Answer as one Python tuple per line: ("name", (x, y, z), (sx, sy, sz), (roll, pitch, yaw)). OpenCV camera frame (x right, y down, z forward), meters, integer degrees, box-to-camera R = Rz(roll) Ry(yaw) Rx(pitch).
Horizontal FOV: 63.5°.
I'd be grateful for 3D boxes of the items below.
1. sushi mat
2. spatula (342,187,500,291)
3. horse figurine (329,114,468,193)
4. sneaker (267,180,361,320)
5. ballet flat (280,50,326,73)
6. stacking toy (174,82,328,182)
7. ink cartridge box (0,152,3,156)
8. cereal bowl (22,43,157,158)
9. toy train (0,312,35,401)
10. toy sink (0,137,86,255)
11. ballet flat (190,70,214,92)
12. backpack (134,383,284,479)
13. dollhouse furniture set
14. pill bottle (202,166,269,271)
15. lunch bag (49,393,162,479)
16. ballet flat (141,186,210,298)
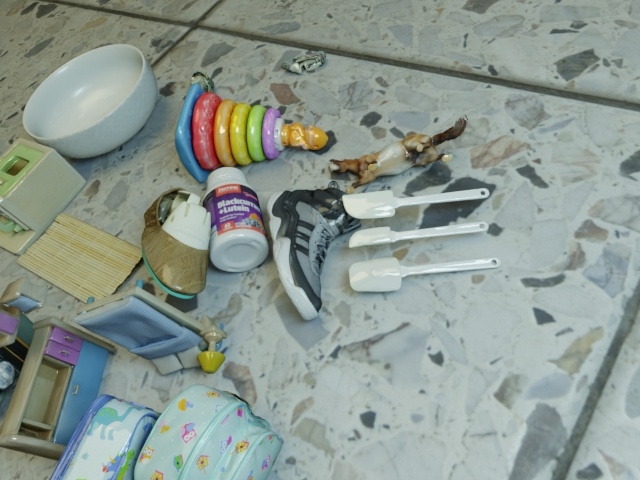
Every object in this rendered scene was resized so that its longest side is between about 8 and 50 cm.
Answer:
("sushi mat", (-0.514, 0.036, 1.106), (0.317, 0.019, 0.151), (19, 66, 30))
("spatula", (0.163, -0.007, 0.844), (0.242, 0.019, 0.168), (-5, 72, 2))
("horse figurine", (0.139, -0.151, 0.940), (0.263, 0.066, 0.174), (-20, 14, 10))
("sneaker", (0.000, 0.000, 0.888), (0.153, 0.101, 0.268), (-19, 52, 6))
("ballet flat", (-0.041, -0.424, 1.245), (0.114, 0.041, 0.041), (-11, 53, 14))
("stacking toy", (-0.133, -0.223, 1.080), (0.302, 0.175, 0.165), (3, 60, 9))
("ink cartridge box", (-0.877, -0.175, 1.249), (0.172, 0.237, 0.100), (-29, 51, -2))
("cereal bowl", (-0.554, -0.332, 1.302), (0.339, 0.141, 0.339), (-10, 54, 14))
("toy train", (-0.699, 0.234, 0.969), (0.334, 0.142, 0.190), (-11, 41, 15))
("toy sink", (-0.704, -0.108, 1.205), (0.153, 0.131, 0.234), (20, 66, 31))
("ballet flat", (-0.300, -0.346, 1.268), (0.070, 0.070, 0.188), (-16, 53, 9))
("backpack", (-0.144, 0.285, 0.684), (0.144, 0.188, 0.166), (18, 63, 30))
("dollhouse furniture set", (-0.337, 0.184, 0.764), (0.303, 0.286, 0.198), (-18, 51, 22))
("pill bottle", (-0.165, -0.046, 0.976), (0.108, 0.108, 0.193), (-22, 52, 5))
("lunch bag", (-0.270, 0.308, 0.694), (0.090, 0.219, 0.176), (16, 64, 8))
("ballet flat", (-0.250, -0.023, 0.928), (0.124, 0.116, 0.342), (-59, 26, 8))
